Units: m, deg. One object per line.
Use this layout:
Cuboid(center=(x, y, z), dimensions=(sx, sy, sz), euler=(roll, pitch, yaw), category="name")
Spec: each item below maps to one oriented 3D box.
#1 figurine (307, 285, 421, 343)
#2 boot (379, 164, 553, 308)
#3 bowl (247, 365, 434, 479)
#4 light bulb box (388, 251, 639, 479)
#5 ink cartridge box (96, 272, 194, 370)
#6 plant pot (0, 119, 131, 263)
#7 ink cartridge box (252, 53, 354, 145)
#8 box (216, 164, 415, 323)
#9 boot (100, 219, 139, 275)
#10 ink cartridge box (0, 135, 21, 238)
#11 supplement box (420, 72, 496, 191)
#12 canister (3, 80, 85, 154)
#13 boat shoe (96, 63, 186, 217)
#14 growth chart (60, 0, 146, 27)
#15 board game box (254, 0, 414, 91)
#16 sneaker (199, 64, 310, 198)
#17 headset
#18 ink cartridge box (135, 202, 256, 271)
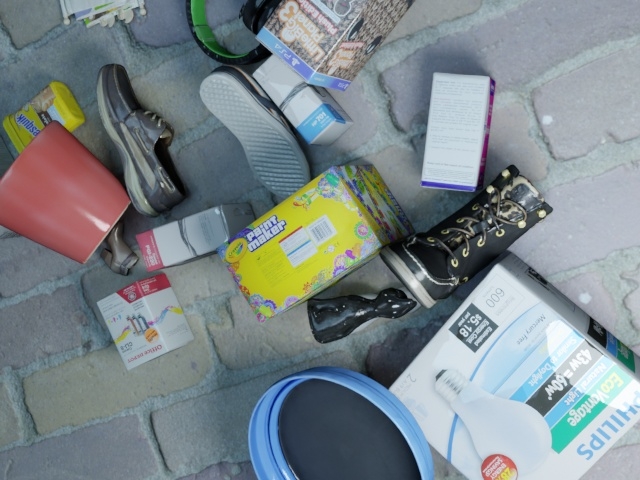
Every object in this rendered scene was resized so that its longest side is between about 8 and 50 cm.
Cuboid(center=(0.107, 0.139, 1.608), dimensions=(0.209, 0.215, 0.092), euler=(-13, 85, 18), category="figurine")
Cuboid(center=(0.273, -0.012, 1.452), dimensions=(0.284, 0.377, 0.138), euler=(-41, 72, 14), category="boot")
Cuboid(center=(0.040, 0.424, 1.546), dimensions=(0.391, 0.077, 0.391), euler=(12, 114, 28), category="bowl")
Cuboid(center=(0.378, 0.275, 1.516), dimensions=(0.361, 0.225, 0.358), euler=(41, 108, 12), category="light bulb box")
Cuboid(center=(-0.401, 0.187, 1.834), dimensions=(0.128, 0.127, 0.176), euler=(-26, 88, 20), category="ink cartridge box")
Cuboid(center=(-0.575, -0.092, 1.788), dimensions=(0.243, 0.275, 0.275), euler=(38, 108, -12), category="plant pot")
Cuboid(center=(-0.034, -0.291, 1.644), dimensions=(0.082, 0.139, 0.191), euler=(-40, 82, 17), category="ink cartridge box")
Cuboid(center=(0.000, 0.000, 1.591), dimensions=(0.290, 0.279, 0.177), euler=(-34, 84, 19), category="box")
Cuboid(center=(-0.469, 0.023, 1.890), dimensions=(0.087, 0.042, 0.118), euler=(32, 107, 7), category="boot")
Cuboid(center=(-0.853, -0.178, 1.858), dimensions=(0.091, 0.308, 0.385), euler=(-33, 84, 18), category="ink cartridge box")
Cuboid(center=(0.271, -0.212, 1.560), dimensions=(0.114, 0.111, 0.220), euler=(7, 99, 18), category="supplement box")
Cuboid(center=(-0.660, -0.286, 1.904), dimensions=(0.170, 0.073, 0.126), euler=(-33, 85, 18), category="canister")
Cuboid(center=(-0.393, -0.234, 1.799), dimensions=(0.130, 0.132, 0.355), euler=(-17, 99, 11), category="boat shoe")
Cuboid(center=(-0.516, -0.579, 1.847), dimensions=(0.237, 0.021, 0.172), euler=(-3, 95, 20), category="growth chart")
Cuboid(center=(0.050, -0.454, 1.548), dimensions=(0.141, 0.232, 0.291), euler=(43, 108, 10), category="board game box")
Cuboid(center=(-0.119, -0.242, 1.699), dimensions=(0.126, 0.127, 0.321), euler=(-26, 112, 26), category="sneaker")
Cuboid(center=(-0.136, -0.524, 1.631), dimensions=(0.394, 0.185, 0.243), euler=(-30, 86, 31), category="headset")
Cuboid(center=(-0.265, -0.009, 1.748), dimensions=(0.217, 0.158, 0.092), euler=(-20, 88, 21), category="ink cartridge box")
